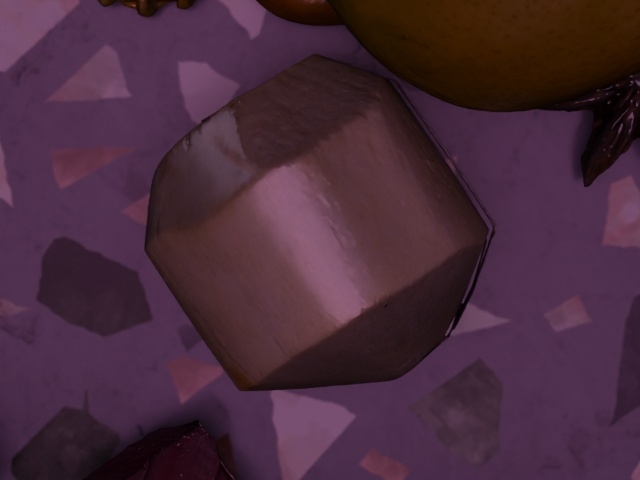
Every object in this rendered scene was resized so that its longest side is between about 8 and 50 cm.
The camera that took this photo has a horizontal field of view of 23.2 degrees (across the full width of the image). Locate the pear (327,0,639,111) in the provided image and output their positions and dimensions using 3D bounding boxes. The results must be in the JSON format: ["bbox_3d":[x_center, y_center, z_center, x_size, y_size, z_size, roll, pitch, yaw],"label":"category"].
[{"bbox_3d":[0.158,-0.289,1.336,0.418,0.362,0.362,15,98,-26],"label":"pear"}]

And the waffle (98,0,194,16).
[{"bbox_3d":[-0.203,-0.334,1.515,0.219,0.057,0.229,2,98,1],"label":"waffle"}]

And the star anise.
[{"bbox_3d":[0.321,-0.158,1.515,0.229,0.093,0.236,16,94,5],"label":"star anise"}]

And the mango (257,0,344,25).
[{"bbox_3d":[0.004,-0.265,1.504,0.165,0.089,0.115,1,97,-4],"label":"mango"}]

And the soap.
[{"bbox_3d":[-0.173,0.310,1.513,0.182,0.112,0.289,33,60,-29],"label":"soap"}]

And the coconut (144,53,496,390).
[{"bbox_3d":[0.000,0.000,1.441,0.323,0.323,0.322,0,98,1],"label":"coconut"}]
